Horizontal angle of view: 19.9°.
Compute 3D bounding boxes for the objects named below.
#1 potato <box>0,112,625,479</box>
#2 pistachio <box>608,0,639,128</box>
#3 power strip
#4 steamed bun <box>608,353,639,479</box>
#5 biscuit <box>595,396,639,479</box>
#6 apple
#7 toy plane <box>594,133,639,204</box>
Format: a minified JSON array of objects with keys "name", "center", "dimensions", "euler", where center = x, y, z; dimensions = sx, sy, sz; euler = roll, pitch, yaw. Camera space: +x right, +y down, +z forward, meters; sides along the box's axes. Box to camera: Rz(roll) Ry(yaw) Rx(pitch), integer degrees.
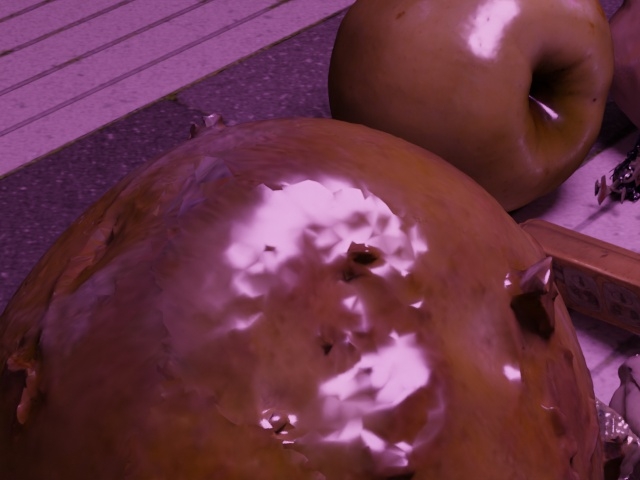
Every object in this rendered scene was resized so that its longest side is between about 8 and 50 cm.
[{"name":"potato","center":[-0.028,0.106,1.125],"dimensions":[0.385,0.319,0.442],"euler":[7,42,28]},{"name":"pistachio","center":[0.432,-0.173,1.803],"dimensions":[0.332,0.207,0.226],"euler":[6,-12,-9]},{"name":"power strip","center":[0.257,0.043,1.516],"dimensions":[0.044,0.064,0.305],"euler":[-38,37,-26]},{"name":"steamed bun","center":[0.299,0.145,1.350],"dimensions":[0.183,0.106,0.183],"euler":[0,26,0]},{"name":"biscuit","center":[0.184,0.189,1.261],"dimensions":[0.147,0.046,0.250],"euler":[-43,41,-6]},{"name":"apple","center":[0.140,-0.149,1.692],"dimensions":[0.262,0.262,0.262],"euler":[2,31,-1]},{"name":"toy plane","center":[0.290,-0.062,1.737],"dimensions":[0.031,0.049,0.121],"euler":[19,35,26]}]
